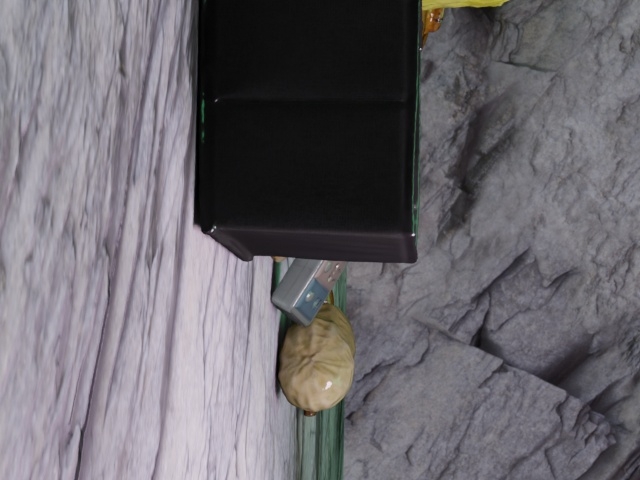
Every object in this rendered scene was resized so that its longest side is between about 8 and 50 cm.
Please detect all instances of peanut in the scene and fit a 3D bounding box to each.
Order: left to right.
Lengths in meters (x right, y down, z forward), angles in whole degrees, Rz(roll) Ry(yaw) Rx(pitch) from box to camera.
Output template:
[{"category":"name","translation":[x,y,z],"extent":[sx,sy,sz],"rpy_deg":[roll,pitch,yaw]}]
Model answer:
[{"category":"peanut","translation":[-0.007,0.160,2.256],"extent":[0.274,0.111,0.125],"rpy_deg":[-86,160,-76]}]

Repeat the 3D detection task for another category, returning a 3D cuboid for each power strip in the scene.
[{"category":"power strip","translation":[0.000,0.000,2.107],"extent":[0.216,0.061,0.145],"rpy_deg":[-59,158,-9]}]

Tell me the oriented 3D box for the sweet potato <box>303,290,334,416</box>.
[{"category":"sweet potato","translation":[-0.006,0.166,2.601],"extent":[0.057,0.057,0.265],"rpy_deg":[-6,101,-86]}]

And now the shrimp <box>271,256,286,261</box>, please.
[{"category":"shrimp","translation":[-0.052,-0.069,1.912],"extent":[0.254,0.059,0.145],"rpy_deg":[93,10,-57]}]

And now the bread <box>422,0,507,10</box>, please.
[{"category":"bread","translation":[0.068,-0.397,1.610],"extent":[0.348,0.307,0.348],"rpy_deg":[170,-90,-86]}]

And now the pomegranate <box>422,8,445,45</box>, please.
[{"category":"pomegranate","translation":[0.079,-0.360,2.413],"extent":[0.248,0.248,0.248],"rpy_deg":[1,90,-86]}]

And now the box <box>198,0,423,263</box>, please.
[{"category":"box","translation":[0.000,-0.111,1.573],"extent":[0.345,0.204,0.251],"rpy_deg":[46,45,-84]}]
